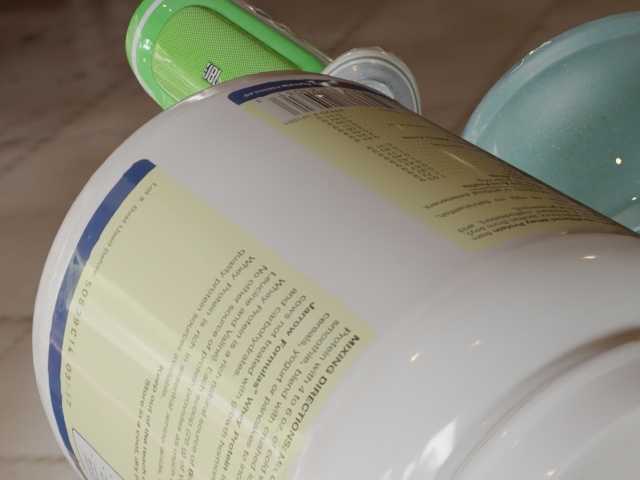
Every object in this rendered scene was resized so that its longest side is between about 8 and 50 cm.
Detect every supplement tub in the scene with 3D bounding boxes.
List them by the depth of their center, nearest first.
[{"bbox_3d":[0.042,0.080,0.816,0.235,0.235,0.325,-21,31,-24],"label":"supplement tub"}]

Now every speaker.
[{"bbox_3d":[-0.055,-0.132,1.726,0.131,0.131,0.296,-23,39,-27],"label":"speaker"}]

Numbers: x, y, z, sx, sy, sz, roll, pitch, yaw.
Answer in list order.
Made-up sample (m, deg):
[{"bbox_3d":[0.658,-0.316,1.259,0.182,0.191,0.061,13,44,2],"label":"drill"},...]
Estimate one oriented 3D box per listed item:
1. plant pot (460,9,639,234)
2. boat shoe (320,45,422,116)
[{"bbox_3d":[0.232,0.017,1.272,0.293,0.293,0.196,-10,25,5],"label":"plant pot"},{"bbox_3d":[-0.001,0.000,1.118,0.079,0.227,0.081,21,16,-7],"label":"boat shoe"}]
